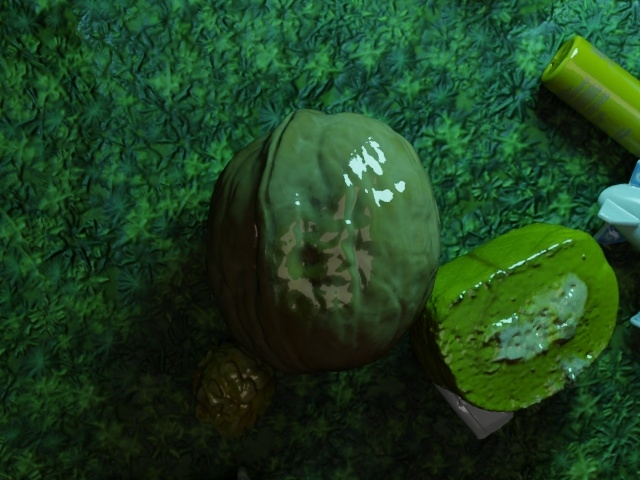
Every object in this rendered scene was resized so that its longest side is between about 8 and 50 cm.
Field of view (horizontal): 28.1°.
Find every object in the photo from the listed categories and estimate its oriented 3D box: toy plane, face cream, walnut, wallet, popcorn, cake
[{"bbox_3d":[0.472,0.005,1.610,0.267,0.122,0.267,8,116,17],"label":"toy plane"},{"bbox_3d":[0.409,-0.151,1.623,0.273,0.078,0.078,35,92,-8],"label":"face cream"},{"bbox_3d":[0.001,0.000,1.511,0.252,0.277,0.313,-9,93,-36],"label":"walnut"},{"bbox_3d":[0.194,0.198,1.669,0.061,0.025,0.122,-38,99,6],"label":"wallet"},{"bbox_3d":[-0.113,0.180,1.596,0.116,0.120,0.106,-39,65,-7],"label":"popcorn"},{"bbox_3d":[0.244,0.097,1.595,0.260,0.156,0.179,-24,107,-12],"label":"cake"}]

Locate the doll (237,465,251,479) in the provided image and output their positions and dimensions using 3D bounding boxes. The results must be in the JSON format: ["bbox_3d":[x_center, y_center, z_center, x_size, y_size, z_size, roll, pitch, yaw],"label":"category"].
[{"bbox_3d":[-0.180,0.356,1.606,0.293,0.119,0.138,-8,140,-4],"label":"doll"}]
